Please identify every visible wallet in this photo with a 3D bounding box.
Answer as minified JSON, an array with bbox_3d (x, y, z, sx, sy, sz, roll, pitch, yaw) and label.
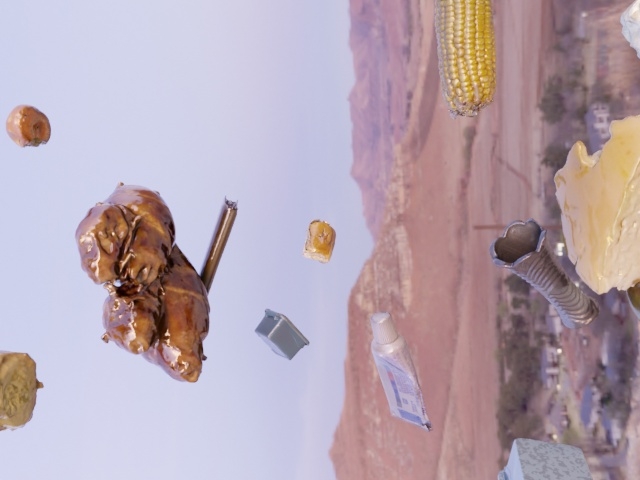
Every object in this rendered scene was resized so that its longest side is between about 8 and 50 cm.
[{"bbox_3d":[-0.203,0.015,1.304,0.110,0.031,0.198,-114,43,-73],"label":"wallet"}]

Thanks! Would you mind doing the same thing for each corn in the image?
[{"bbox_3d":[0.257,-0.373,1.200,0.115,0.115,0.317,-80,-18,-68],"label":"corn"}]

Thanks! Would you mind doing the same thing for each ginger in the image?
[{"bbox_3d":[-0.293,0.072,1.150,0.274,0.153,0.357,-120,8,-81],"label":"ginger"},{"bbox_3d":[-0.521,0.252,0.953,0.152,0.267,0.138,50,-176,-8],"label":"ginger"}]

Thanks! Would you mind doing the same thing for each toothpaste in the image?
[{"bbox_3d":[0.157,0.267,1.371,0.099,0.069,0.282,-127,16,-64],"label":"toothpaste"}]

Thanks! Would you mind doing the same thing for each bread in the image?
[{"bbox_3d":[0.000,0.000,1.568,0.053,0.072,0.106,118,168,-46],"label":"bread"},{"bbox_3d":[0.411,-0.076,0.889,0.211,0.184,0.224,-107,17,-63],"label":"bread"}]

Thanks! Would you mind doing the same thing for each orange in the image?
[{"bbox_3d":[-0.535,-0.209,1.230,0.086,0.062,0.086,7,-90,-75],"label":"orange"}]

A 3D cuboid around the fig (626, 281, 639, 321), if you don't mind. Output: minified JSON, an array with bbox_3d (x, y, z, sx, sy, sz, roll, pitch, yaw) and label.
[{"bbox_3d":[0.683,0.095,1.206,0.271,0.239,0.239,43,-145,-39],"label":"fig"}]

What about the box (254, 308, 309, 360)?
[{"bbox_3d":[-0.078,0.185,1.310,0.054,0.074,0.099,-52,-56,-21],"label":"box"}]

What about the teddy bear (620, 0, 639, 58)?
[{"bbox_3d":[0.620,-0.253,0.972,0.362,0.375,0.327,53,158,6],"label":"teddy bear"}]

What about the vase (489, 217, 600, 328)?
[{"bbox_3d":[0.426,0.072,1.256,0.237,0.115,0.115,43,-151,-27],"label":"vase"}]

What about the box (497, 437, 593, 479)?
[{"bbox_3d":[0.427,0.478,1.257,0.227,0.162,0.130,-65,-19,-71],"label":"box"}]
